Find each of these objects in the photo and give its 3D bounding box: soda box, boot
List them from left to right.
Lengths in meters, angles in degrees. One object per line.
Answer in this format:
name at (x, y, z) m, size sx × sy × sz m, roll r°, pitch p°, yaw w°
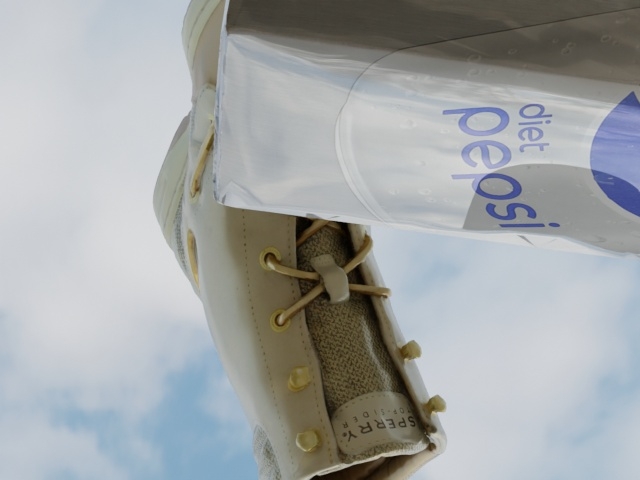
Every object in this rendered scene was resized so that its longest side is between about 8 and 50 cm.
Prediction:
boot at (0.000, 0.000, 0.826) m, size 0.095 × 0.262 × 0.203 m, roll -8°, pitch -120°, yaw -23°
soda box at (0.117, -0.052, 0.519) m, size 0.286 × 0.091 × 0.098 m, roll 8°, pitch -119°, yaw -1°
